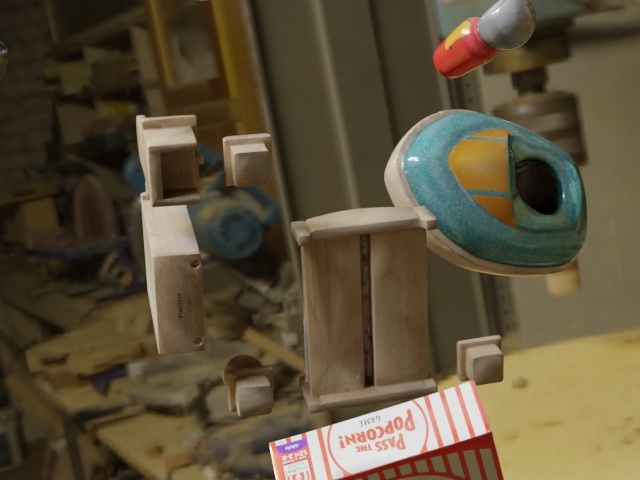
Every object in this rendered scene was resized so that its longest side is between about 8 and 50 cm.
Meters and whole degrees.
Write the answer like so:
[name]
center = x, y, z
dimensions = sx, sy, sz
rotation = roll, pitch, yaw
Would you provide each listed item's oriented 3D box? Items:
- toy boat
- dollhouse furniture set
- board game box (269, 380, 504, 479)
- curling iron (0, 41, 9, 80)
[toy boat]
center = 0.196, -0.120, 1.353
dimensions = 0.267, 0.318, 0.148
rotation = 8, -22, -31
[dollhouse furniture set]
center = 0.000, 0.000, 1.226
dimensions = 0.355, 0.303, 0.174
rotation = -6, 23, -11
[board game box]
center = 0.060, 0.188, 0.856
dimensions = 0.147, 0.193, 0.045
rotation = -18, 49, 3
[curling iron]
center = -0.232, 0.001, 0.621
dimensions = 0.274, 0.068, 0.035
rotation = -48, 0, 30
